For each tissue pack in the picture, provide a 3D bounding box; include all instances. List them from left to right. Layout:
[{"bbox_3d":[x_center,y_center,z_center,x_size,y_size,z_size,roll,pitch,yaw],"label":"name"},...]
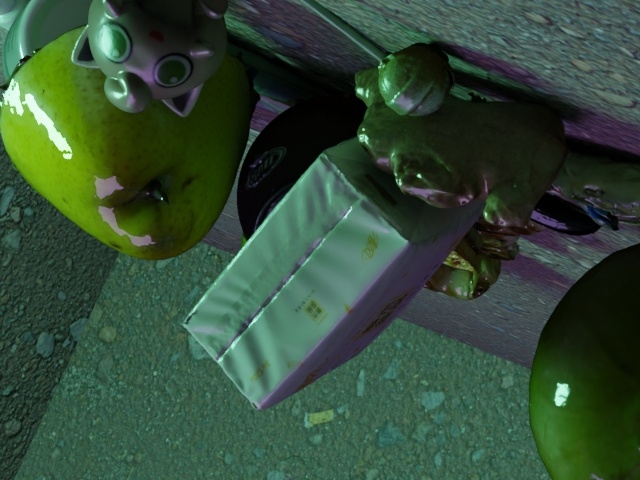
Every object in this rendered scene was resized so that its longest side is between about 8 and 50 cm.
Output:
[{"bbox_3d":[0.018,0.017,1.710,0.124,0.225,0.185,47,-149,12],"label":"tissue pack"}]

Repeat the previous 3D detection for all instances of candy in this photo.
[{"bbox_3d":[0.020,-0.169,1.543,0.202,0.061,0.061,36,172,-13],"label":"candy"}]

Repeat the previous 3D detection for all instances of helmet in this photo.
[{"bbox_3d":[0.018,-0.043,1.892,0.216,0.189,0.193,6,-131,-52],"label":"helmet"}]

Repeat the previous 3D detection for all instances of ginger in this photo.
[{"bbox_3d":[0.100,-0.083,1.603,0.213,0.137,0.074,27,134,21],"label":"ginger"}]

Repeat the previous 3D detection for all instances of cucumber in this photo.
[{"bbox_3d":[0.198,-0.044,1.982,0.184,0.033,0.036,22,156,5],"label":"cucumber"}]

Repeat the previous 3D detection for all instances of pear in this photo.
[{"bbox_3d":[-0.168,-0.065,1.837,0.267,0.267,0.178,30,-147,-45],"label":"pear"}]

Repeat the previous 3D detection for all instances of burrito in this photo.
[{"bbox_3d":[0.207,-0.055,1.725,0.288,0.054,0.104,18,172,45],"label":"burrito"}]

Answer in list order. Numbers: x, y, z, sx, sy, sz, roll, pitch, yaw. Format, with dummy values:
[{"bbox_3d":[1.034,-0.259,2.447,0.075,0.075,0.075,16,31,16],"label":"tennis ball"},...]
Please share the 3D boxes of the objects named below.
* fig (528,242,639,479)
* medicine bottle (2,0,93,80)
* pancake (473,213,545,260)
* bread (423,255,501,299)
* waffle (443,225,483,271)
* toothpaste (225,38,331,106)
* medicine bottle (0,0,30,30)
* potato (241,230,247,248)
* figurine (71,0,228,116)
[{"bbox_3d":[0.346,0.135,1.827,0.316,0.316,0.316,24,174,3],"label":"fig"},{"bbox_3d":[-0.255,-0.190,2.004,0.133,0.133,0.274,26,173,-12],"label":"medicine bottle"},{"bbox_3d":[0.175,-0.035,2.162,0.266,0.057,0.244,24,167,-39],"label":"pancake"},{"bbox_3d":[0.085,0.000,2.569,0.367,0.084,0.077,20,177,41],"label":"bread"},{"bbox_3d":[0.112,-0.013,2.092,0.102,0.042,0.148,14,168,22],"label":"waffle"},{"bbox_3d":[-0.043,-0.156,1.941,0.216,0.037,0.062,24,170,-27],"label":"toothpaste"},{"bbox_3d":[-0.333,-0.254,2.134,0.052,0.052,0.089,20,173,38],"label":"medicine bottle"},{"bbox_3d":[0.000,0.000,2.477,0.253,0.148,0.186,-15,108,44],"label":"potato"},{"bbox_3d":[-0.145,-0.178,1.708,0.125,0.138,0.125,20,-141,-17],"label":"figurine"}]
